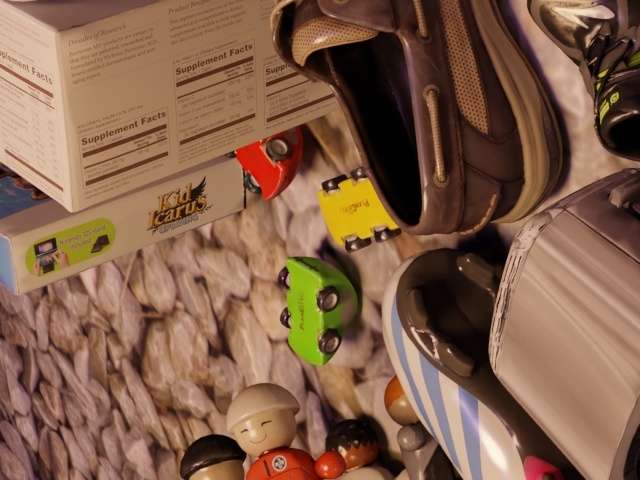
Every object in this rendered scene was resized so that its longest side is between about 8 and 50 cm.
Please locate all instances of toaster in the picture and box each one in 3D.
[{"bbox_3d":[0.197,0.063,0.886,0.146,0.129,0.227,47,150,33],"label":"toaster"}]

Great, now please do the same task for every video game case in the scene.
[{"bbox_3d":[-0.248,-0.060,1.308,0.269,0.244,0.061,27,128,43],"label":"video game case"}]

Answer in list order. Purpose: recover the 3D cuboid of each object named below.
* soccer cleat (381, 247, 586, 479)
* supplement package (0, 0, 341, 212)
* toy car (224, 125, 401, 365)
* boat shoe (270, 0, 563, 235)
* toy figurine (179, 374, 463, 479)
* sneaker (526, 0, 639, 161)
[{"bbox_3d":[0.155,0.154,1.028,0.331,0.116,0.143,59,164,11],"label":"soccer cleat"},{"bbox_3d":[-0.144,-0.162,1.092,0.204,0.262,0.145,31,132,40],"label":"supplement package"},{"bbox_3d":[0.000,0.000,1.178,0.239,0.053,0.225,30,132,42],"label":"toy car"},{"bbox_3d":[0.039,-0.165,0.961,0.355,0.130,0.132,62,145,7],"label":"boat shoe"},{"bbox_3d":[0.004,0.197,1.151,0.148,0.210,0.213,70,154,21],"label":"toy figurine"},{"bbox_3d":[0.191,-0.098,0.842,0.188,0.078,0.067,52,143,21],"label":"sneaker"}]
